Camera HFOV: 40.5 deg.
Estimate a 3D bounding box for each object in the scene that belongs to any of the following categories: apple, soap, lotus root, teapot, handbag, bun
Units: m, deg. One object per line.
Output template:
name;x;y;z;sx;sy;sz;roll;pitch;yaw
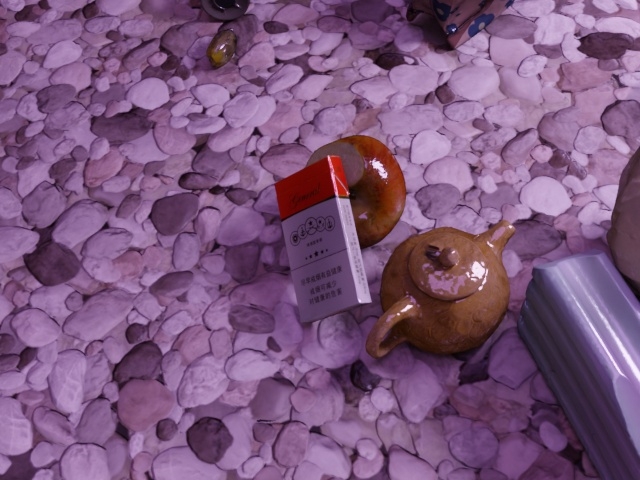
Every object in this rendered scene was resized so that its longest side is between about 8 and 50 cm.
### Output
apple;0.062;-0.079;1.461;0.160;0.195;0.173;11;10;-25
soap;0.413;0.196;1.227;0.115;0.208;0.346;-18;56;-8
lotus root;-0.197;-0.396;1.767;0.049;0.054;0.099;9;56;22
teapot;0.186;0.069;1.355;0.311;0.167;0.203;-36;61;-18
handbag;0.275;-0.518;1.708;0.193;0.251;0.190;-44;71;-12
bun;0.539;-0.012;1.287;0.213;0.361;0.360;-15;53;21

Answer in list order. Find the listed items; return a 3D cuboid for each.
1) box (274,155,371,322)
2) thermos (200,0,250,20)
box;0.000;0.000;1.398;0.035;0.139;0.245;3;70;-46
thermos;-0.188;-0.567;1.868;0.137;0.105;0.193;13;46;-18
